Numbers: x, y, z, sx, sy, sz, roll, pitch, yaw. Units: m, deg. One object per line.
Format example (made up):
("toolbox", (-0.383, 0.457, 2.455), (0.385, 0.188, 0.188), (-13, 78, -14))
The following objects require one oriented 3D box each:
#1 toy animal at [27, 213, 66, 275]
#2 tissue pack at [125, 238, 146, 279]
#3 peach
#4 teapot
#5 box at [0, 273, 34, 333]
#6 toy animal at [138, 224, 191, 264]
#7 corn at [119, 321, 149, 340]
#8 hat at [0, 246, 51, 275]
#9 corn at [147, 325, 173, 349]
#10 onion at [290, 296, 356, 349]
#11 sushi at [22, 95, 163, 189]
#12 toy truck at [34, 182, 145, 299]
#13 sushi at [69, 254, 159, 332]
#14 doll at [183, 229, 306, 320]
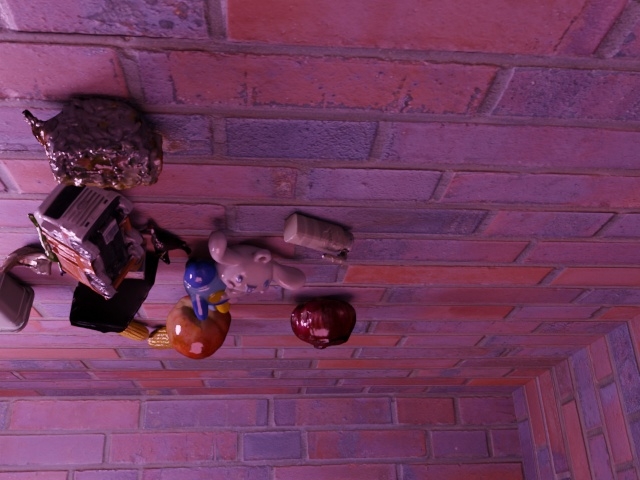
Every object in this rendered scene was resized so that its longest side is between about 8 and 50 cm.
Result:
("toy animal", (-0.760, -0.003, 1.792), (0.041, 0.075, 0.217), (-9, 125, 7))
("tissue pack", (-0.582, 0.053, 1.849), (0.148, 0.108, 0.060), (1, 157, -9))
("peach", (-0.437, 0.313, 2.265), (0.232, 0.232, 0.256), (3, 143, -10))
("teapot", (0.000, 0.000, 1.784), (0.200, 0.107, 0.077), (15, 147, -31))
("box", (-1.118, 0.189, 2.046), (0.312, 0.175, 0.182), (-4, 145, 4))
("toy animal", (-0.451, 0.001, 1.827), (0.105, 0.070, 0.202), (-19, 150, 4))
("corn", (-0.752, 0.343, 2.481), (0.067, 0.067, 0.206), (-20, 146, 32))
("hat", (-0.896, 0.060, 1.907), (0.147, 0.085, 0.175), (3, 179, -34))
("corn", (-0.557, 0.376, 2.523), (0.305, 0.106, 0.106), (-11, 153, 24))
("onion", (0.009, 0.299, 2.306), (0.246, 0.190, 0.246), (3, 171, 0))
("sushi", (-0.466, -0.193, 1.317), (0.274, 0.139, 0.184), (-3, 153, -13))
("toy truck", (-0.593, -0.011, 1.628), (0.207, 0.173, 0.387), (28, 153, 5))
("sushi", (-0.625, 0.165, 1.948), (0.215, 0.227, 0.212), (11, 159, -13))
("doll", (-0.283, 0.122, 1.925), (0.366, 0.187, 0.376), (-28, 126, 29))
